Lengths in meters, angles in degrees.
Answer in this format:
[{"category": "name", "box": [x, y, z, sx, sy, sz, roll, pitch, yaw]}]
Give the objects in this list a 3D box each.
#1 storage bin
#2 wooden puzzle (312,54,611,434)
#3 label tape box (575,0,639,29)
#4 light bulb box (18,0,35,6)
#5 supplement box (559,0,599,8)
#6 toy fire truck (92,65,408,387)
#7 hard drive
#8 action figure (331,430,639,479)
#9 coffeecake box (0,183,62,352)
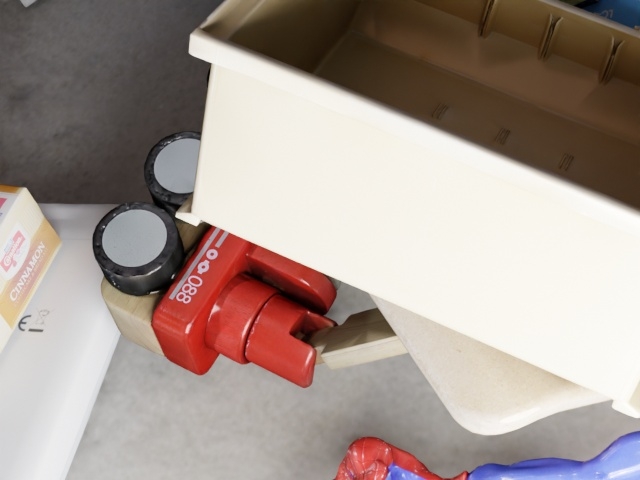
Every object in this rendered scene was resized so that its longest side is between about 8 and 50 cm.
[{"category": "storage bin", "box": [0.098, -0.074, 0.785, 0.262, 0.123, 0.260, 23, 42, 11]}, {"category": "wooden puzzle", "box": [0.161, -0.025, 0.901, 0.347, 0.081, 0.322, -12, 47, -26]}, {"category": "label tape box", "box": [0.307, -0.276, 0.940, 0.249, 0.115, 0.348, -1, 70, 46]}, {"category": "light bulb box", "box": [-0.236, -0.472, 1.287, 0.361, 0.358, 0.225, -39, 51, -10]}, {"category": "supplement box", "box": [0.131, -0.195, 0.931, 0.056, 0.083, 0.083, -16, 62, 46]}, {"category": "toy fire truck", "box": [0.000, 0.000, 0.971, 0.246, 0.158, 0.217, 26, 67, 17]}, {"category": "hard drive", "box": [-0.274, 0.124, 1.026, 0.233, 0.047, 0.353, 2, 53, 22]}, {"category": "action figure", "box": [0.101, 0.173, 0.809, 0.280, 0.091, 0.139, -2, 43, 19]}, {"category": "coffeecake box", "box": [-0.300, 0.026, 1.038, 0.185, 0.068, 0.142, 8, 55, 26]}]
